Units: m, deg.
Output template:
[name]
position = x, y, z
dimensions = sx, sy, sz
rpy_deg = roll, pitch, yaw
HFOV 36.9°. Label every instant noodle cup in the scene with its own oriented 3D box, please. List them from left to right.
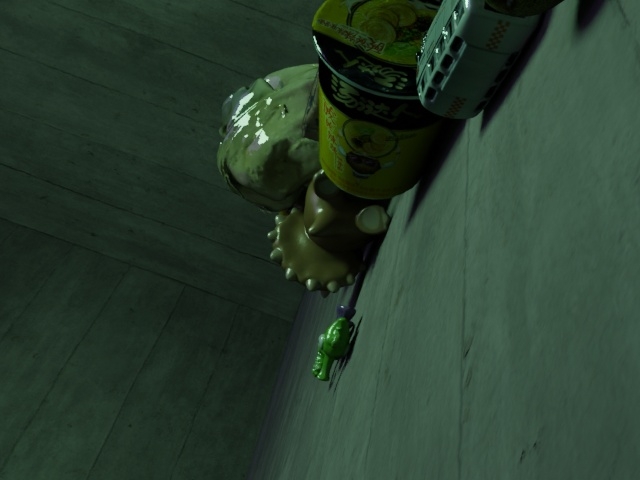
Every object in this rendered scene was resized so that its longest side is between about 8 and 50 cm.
[instant noodle cup]
position = 0.082, -0.183, 1.246
dimensions = 0.236, 0.215, 0.215
rpy_deg = 101, -174, -53

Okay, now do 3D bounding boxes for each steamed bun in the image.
[steamed bun]
position = -0.076, -0.210, 1.732
dimensions = 0.268, 0.207, 0.280
rpy_deg = -22, 37, 53

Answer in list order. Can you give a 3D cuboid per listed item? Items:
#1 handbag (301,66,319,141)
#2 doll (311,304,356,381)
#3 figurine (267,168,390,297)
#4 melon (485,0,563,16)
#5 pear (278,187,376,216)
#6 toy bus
[handbag]
position = 0.092, -0.252, 1.536
dimensions = 0.251, 0.193, 0.190
rpy_deg = -72, 0, -49
[doll]
position = 0.017, 0.165, 1.483
dimensions = 0.115, 0.050, 0.190
rpy_deg = -63, -2, -16
[figurine]
position = 0.003, 0.003, 1.625
dimensions = 0.173, 0.177, 0.247
rpy_deg = -51, 6, -11
[melon]
position = 0.165, -0.241, 0.713
dimensions = 0.099, 0.099, 0.162
rpy_deg = 115, 180, -70
[pear]
position = 0.013, -0.071, 1.888
dimensions = 0.211, 0.188, 0.228
rpy_deg = 92, -164, -62
[toy bus]
position = 0.148, -0.190, 0.922
dimensions = 0.194, 0.087, 0.089
rpy_deg = 116, 164, -63
